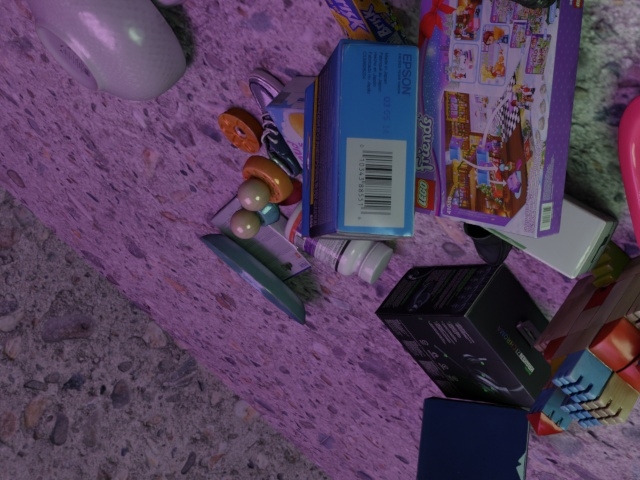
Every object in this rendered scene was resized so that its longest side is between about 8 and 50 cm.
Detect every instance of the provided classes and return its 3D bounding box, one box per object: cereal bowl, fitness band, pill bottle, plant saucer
[{"bbox_3d":[-0.411,-0.377,1.734,0.339,0.141,0.339,38,163,14],"label":"cereal bowl"},{"bbox_3d":[0.436,-0.042,1.115,0.209,0.054,0.290,-147,39,-70],"label":"fitness band"},{"bbox_3d":[0.037,0.000,1.833,0.193,0.108,0.108,32,155,15],"label":"pill bottle"},{"bbox_3d":[-0.148,0.082,2.237,0.317,0.043,0.317,39,172,7],"label":"plant saucer"}]

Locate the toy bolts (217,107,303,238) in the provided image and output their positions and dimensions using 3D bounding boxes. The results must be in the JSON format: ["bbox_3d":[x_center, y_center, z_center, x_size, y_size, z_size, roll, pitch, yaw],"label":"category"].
[{"bbox_3d":[-0.138,-0.113,1.824,0.218,0.158,0.228,31,154,19],"label":"toy bolts"}]

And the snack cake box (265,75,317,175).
[{"bbox_3d":[0.040,-0.145,1.601,0.152,0.089,0.264,11,143,46],"label":"snack cake box"}]

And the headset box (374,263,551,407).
[{"bbox_3d":[0.284,0.172,1.747,0.246,0.131,0.283,49,154,-19],"label":"headset box"}]

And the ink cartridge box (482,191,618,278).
[{"bbox_3d":[0.311,-0.025,1.298,0.153,0.087,0.208,31,-168,18],"label":"ink cartridge box"}]

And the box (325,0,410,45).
[{"bbox_3d":[0.057,-0.316,1.322,0.059,0.054,0.169,10,142,48],"label":"box"}]

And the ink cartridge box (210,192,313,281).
[{"bbox_3d":[-0.123,-0.010,2.122,0.224,0.045,0.223,42,157,-9],"label":"ink cartridge box"}]

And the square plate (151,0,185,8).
[{"bbox_3d":[-0.279,-0.516,1.466,0.344,0.049,0.347,2,137,55],"label":"square plate"}]

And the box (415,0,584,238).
[{"bbox_3d":[0.206,-0.164,1.164,0.201,0.057,0.293,15,107,42],"label":"box"}]

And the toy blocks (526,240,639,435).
[{"bbox_3d":[0.416,0.147,1.355,0.191,0.261,0.381,41,156,-3],"label":"toy blocks"}]

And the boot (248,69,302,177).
[{"bbox_3d":[-0.076,-0.202,1.670,0.190,0.086,0.069,48,155,-19],"label":"boot"}]

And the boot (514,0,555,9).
[{"bbox_3d":[0.111,-0.397,1.004,0.260,0.131,0.348,22,161,47],"label":"boot"}]

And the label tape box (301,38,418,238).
[{"bbox_3d":[0.047,-0.122,1.323,0.106,0.240,0.334,2,179,-8],"label":"label tape box"}]

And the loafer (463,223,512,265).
[{"bbox_3d":[0.254,-0.029,1.504,0.076,0.078,0.223,25,152,31],"label":"loafer"}]

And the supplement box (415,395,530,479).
[{"bbox_3d":[0.294,0.411,1.857,0.194,0.195,0.356,5,172,10],"label":"supplement box"}]
